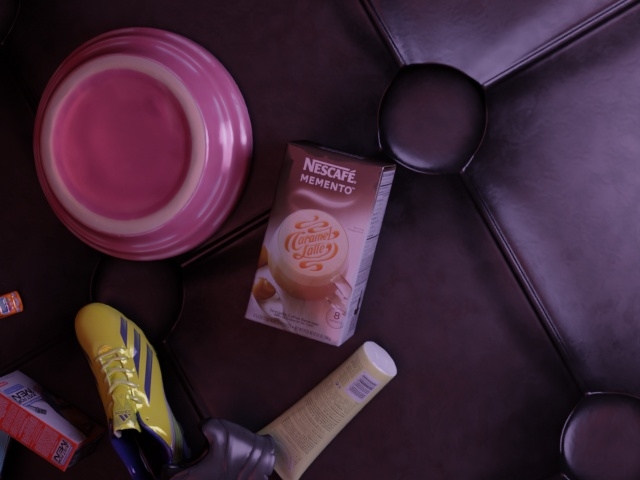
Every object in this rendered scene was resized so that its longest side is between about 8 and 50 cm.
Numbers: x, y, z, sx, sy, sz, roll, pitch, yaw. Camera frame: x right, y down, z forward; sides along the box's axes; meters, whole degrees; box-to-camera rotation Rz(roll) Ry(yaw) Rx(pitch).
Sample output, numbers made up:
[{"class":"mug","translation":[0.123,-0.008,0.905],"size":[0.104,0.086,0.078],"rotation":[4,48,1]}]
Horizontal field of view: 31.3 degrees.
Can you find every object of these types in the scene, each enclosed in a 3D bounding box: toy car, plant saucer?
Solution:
[{"class":"toy car","translation":[-0.478,0.137,1.705],"size":[0.060,0.040,0.122],"rotation":[1,95,15]},{"class":"plant saucer","translation":[-0.263,-0.134,1.600],"size":[0.332,0.084,0.332],"rotation":[1,95,16]}]

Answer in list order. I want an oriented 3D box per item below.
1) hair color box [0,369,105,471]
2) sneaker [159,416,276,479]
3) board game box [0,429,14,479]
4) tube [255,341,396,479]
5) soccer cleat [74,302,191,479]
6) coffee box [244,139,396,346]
[{"class":"hair color box","translation":[-0.411,0.262,1.672],"size":[0.167,0.093,0.053],"rotation":[32,103,9]},{"class":"sneaker","translation":[-0.178,0.371,1.555],"size":[0.130,0.109,0.286],"rotation":[31,78,-16]},{"class":"board game box","translation":[-0.647,0.340,1.697],"size":[0.336,0.079,0.254],"rotation":[17,100,-7]},{"class":"tube","translation":[0.004,0.236,1.581],"size":[0.062,0.070,0.240],"rotation":[29,115,-34]},{"class":"soccer cleat","translation":[-0.272,0.221,1.616],"size":[0.093,0.121,0.289],"rotation":[-26,88,16]},{"class":"coffee box","translation":[0.000,0.000,1.534],"size":[0.141,0.098,0.247],"rotation":[15,99,13]}]
